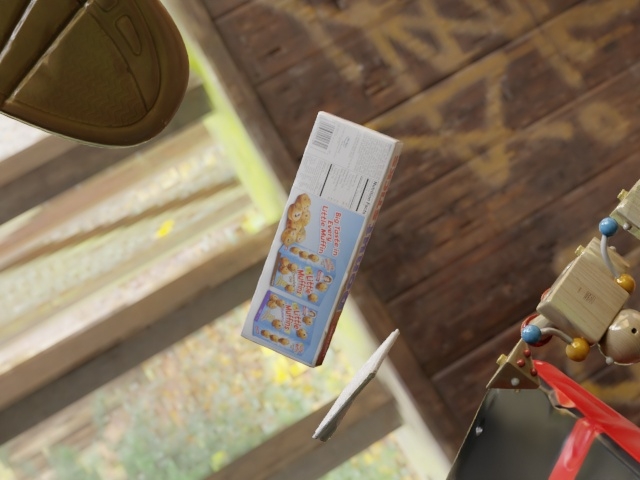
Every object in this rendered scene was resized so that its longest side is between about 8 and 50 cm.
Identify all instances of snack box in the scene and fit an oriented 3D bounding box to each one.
[{"bbox_3d":[0.000,0.000,1.056,0.064,0.178,0.022,23,-170,16],"label":"snack box"}]

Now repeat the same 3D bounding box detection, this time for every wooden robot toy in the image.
[{"bbox_3d":[0.183,0.048,0.926,0.079,0.173,0.076,37,158,6],"label":"wooden robot toy"}]

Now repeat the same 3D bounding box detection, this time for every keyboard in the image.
[{"bbox_3d":[0.034,0.117,1.222,0.014,0.072,0.256,36,-173,4],"label":"keyboard"}]

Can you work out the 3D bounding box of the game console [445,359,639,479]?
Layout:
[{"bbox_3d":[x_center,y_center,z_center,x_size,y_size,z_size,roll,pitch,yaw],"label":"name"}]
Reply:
[{"bbox_3d":[0.119,0.293,0.927,0.060,0.386,0.342,23,-174,-17],"label":"game console"}]

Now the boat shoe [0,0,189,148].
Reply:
[{"bbox_3d":[-0.234,-0.157,0.860,0.342,0.123,0.123,26,170,-2],"label":"boat shoe"}]
